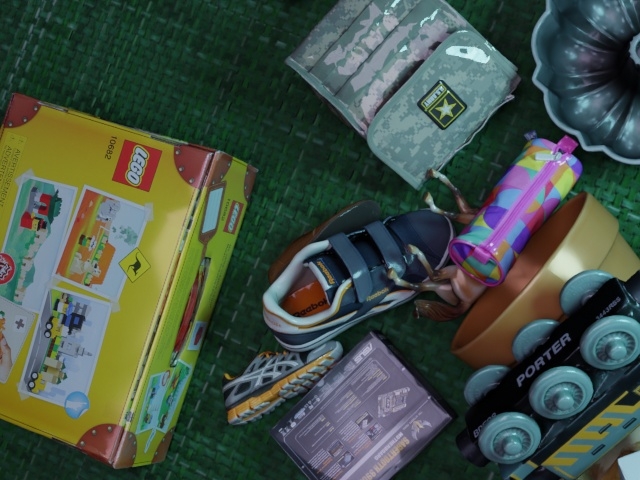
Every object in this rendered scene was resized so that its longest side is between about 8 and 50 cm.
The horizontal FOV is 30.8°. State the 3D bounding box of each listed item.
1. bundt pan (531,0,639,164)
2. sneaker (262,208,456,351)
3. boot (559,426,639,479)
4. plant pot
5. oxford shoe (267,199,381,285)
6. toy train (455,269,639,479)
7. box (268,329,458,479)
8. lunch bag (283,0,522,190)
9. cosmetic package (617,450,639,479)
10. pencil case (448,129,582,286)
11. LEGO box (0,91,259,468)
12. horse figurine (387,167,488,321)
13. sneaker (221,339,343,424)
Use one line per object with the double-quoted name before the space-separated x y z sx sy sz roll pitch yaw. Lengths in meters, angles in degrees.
"bundt pan" 0.473 -0.259 1.672 0.331 0.124 0.330 -2 83 16
"sneaker" 0.058 0.047 1.734 0.321 0.127 0.126 -35 59 -2
"boot" 0.451 0.276 1.563 0.295 0.211 0.104 -34 55 28
"plant pot" 0.347 0.107 1.604 0.203 0.291 0.291 40 96 1
"oxford shoe" 0.000 0.000 1.818 0.212 0.076 0.076 -38 35 0
"toy train" 0.324 0.182 1.433 0.190 0.142 0.334 33 112 -22
"box" 0.065 0.279 1.771 0.231 0.056 0.183 -46 75 8
"lunch bag" 0.130 -0.249 1.754 0.287 0.169 0.235 44 97 10
"cosmetic package" 0.575 0.313 1.461 0.377 0.284 0.097 -20 45 2
"pencil case" 0.281 -0.046 1.664 0.104 0.104 0.236 31 68 17
"LEGO box" -0.365 0.058 1.851 0.373 0.193 0.499 18 89 18
"horse figurine" 0.206 0.016 1.711 0.175 0.066 0.263 28 72 -16
"sneaker" -0.065 0.205 1.808 0.215 0.084 0.083 -29 64 9
